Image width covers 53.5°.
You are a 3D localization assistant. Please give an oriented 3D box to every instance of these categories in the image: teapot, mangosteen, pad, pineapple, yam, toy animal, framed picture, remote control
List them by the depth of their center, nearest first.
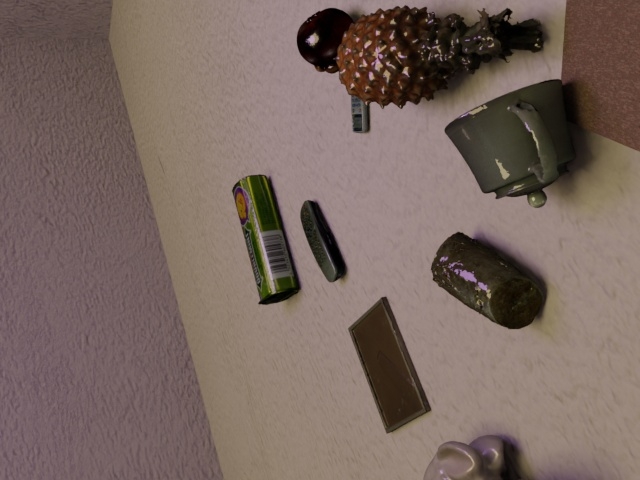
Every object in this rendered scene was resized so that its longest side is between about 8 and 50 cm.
[{"bbox_3d":[0.334,-0.204,0.724,0.266,0.002,0.176,-103,7,-68],"label":"pad"},{"bbox_3d":[0.267,-0.114,0.845,0.239,0.162,0.149,15,-124,-86],"label":"teapot"},{"bbox_3d":[0.268,0.424,0.984,0.357,0.193,0.258,-156,51,-68],"label":"toy animal"},{"bbox_3d":[0.164,-0.291,0.985,0.361,0.174,0.175,19,114,61],"label":"pineapple"},{"bbox_3d":[0.250,0.060,0.988,0.183,0.107,0.107,39,131,51],"label":"yam"},{"bbox_3d":[0.020,-0.400,1.299,0.140,0.140,0.140,27,121,58],"label":"mangosteen"},{"bbox_3d":[0.080,-0.284,1.306,0.053,0.017,0.125,21,115,60],"label":"remote control"},{"bbox_3d":[0.139,0.267,1.350,0.184,0.016,0.250,-55,50,53],"label":"framed picture"},{"bbox_3d":[0.000,0.000,1.515,0.222,0.042,0.072,66,149,30],"label":"remote control"}]

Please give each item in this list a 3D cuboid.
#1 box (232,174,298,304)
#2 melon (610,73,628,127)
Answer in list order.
[{"bbox_3d":[-0.159,0.000,1.762,0.134,0.097,0.346,-41,62,58],"label":"box"},{"bbox_3d":[0.376,-0.230,0.707,0.118,0.064,0.210,163,100,-69],"label":"melon"}]
